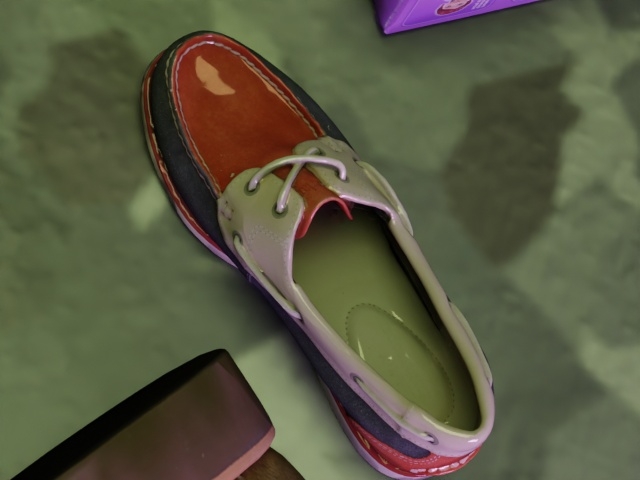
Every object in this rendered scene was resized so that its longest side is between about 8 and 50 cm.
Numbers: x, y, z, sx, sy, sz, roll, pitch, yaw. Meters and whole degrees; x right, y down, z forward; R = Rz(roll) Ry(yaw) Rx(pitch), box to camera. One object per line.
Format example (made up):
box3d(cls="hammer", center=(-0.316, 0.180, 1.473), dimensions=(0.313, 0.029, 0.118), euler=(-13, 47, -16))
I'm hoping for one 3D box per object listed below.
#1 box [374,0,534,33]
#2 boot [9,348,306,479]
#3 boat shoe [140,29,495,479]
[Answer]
box3d(cls="box", center=(0.129, -0.190, 0.542), dimensions=(0.293, 0.057, 0.200), euler=(-15, 79, -16))
box3d(cls="boot", center=(-0.107, 0.153, 0.373), dimensions=(0.305, 0.112, 0.115), euler=(-35, 95, -21))
box3d(cls="boat shoe", center=(0.000, 0.000, 0.467), dimensions=(0.049, 0.043, 0.137), euler=(-29, 81, -16))
